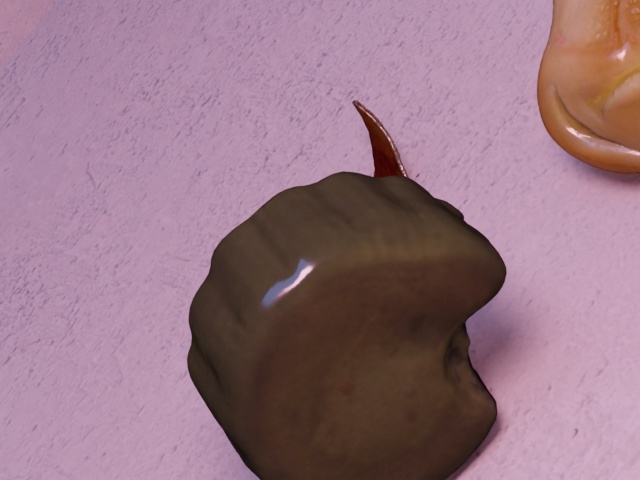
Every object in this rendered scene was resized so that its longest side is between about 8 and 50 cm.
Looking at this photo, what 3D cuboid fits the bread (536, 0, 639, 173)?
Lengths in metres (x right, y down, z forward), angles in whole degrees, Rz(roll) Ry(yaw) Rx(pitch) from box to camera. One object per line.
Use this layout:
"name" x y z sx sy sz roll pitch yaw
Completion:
"bread" 0.405 -0.210 1.742 0.315 0.211 0.270 -19 50 38

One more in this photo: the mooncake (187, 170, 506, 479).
"mooncake" 0.028 0.108 1.620 0.351 0.351 0.187 -42 37 -1

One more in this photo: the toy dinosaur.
"toy dinosaur" -0.009 0.003 1.954 0.327 0.113 0.206 -40 37 4
